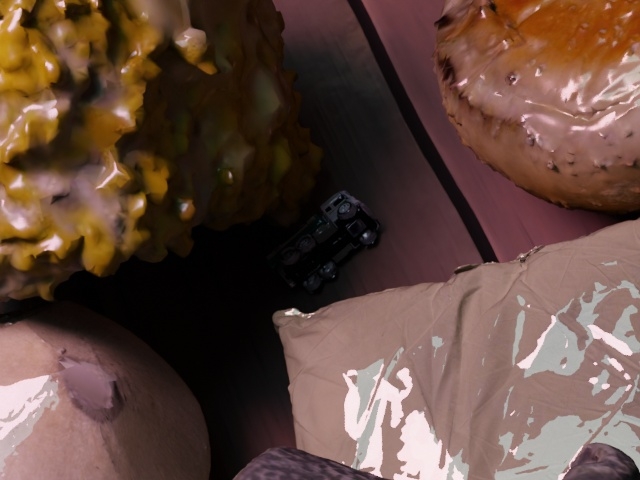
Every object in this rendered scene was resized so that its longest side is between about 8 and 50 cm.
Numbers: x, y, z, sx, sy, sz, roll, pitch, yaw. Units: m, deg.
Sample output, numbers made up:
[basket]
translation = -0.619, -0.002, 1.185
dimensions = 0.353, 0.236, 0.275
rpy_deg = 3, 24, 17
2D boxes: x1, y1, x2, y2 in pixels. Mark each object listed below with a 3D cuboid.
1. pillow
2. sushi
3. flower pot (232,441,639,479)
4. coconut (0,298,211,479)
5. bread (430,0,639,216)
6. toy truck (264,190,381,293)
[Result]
[pillow]
translation = 0.114, 0.134, 1.134
dimensions = 0.280, 0.076, 0.274
rpy_deg = -15, 66, 14
[sushi]
translation = -0.189, -0.082, 1.275
dimensions = 0.351, 0.396, 0.240
rpy_deg = -12, 96, 24
[flower pot]
translation = 0.074, 0.237, 0.934
dimensions = 0.282, 0.299, 0.299
rpy_deg = 16, 66, 16
[coconut]
translation = -0.188, 0.148, 1.212
dimensions = 0.241, 0.241, 0.241
rpy_deg = -15, 53, 20
[bread]
translation = 0.224, -0.142, 1.231
dimensions = 0.305, 0.159, 0.306
rpy_deg = -18, 45, 19
[toy truck]
translation = 0.000, 0.000, 1.345
dimensions = 0.083, 0.039, 0.044
rpy_deg = -41, 34, 1
